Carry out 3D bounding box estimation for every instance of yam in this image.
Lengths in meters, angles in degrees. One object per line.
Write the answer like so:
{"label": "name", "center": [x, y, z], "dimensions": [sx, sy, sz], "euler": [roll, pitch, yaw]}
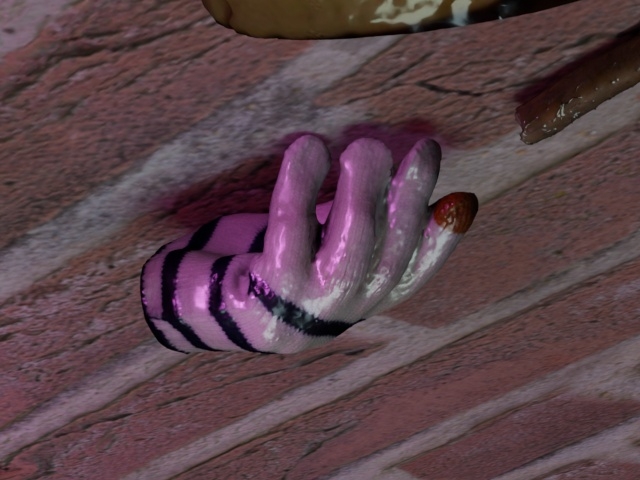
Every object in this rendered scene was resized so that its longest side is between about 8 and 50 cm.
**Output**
{"label": "yam", "center": [0.180, -0.102, 1.091], "dimensions": [0.145, 0.032, 0.032], "euler": [-29, 149, 35]}

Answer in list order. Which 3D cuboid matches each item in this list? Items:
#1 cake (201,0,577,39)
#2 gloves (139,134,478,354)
{"label": "cake", "center": [0.028, -0.186, 0.722], "dimensions": [0.185, 0.178, 0.208], "euler": [1, -163, 28]}
{"label": "gloves", "center": [-0.001, 0.013, 1.175], "dimensions": [0.219, 0.131, 0.140], "euler": [-7, 160, 19]}
